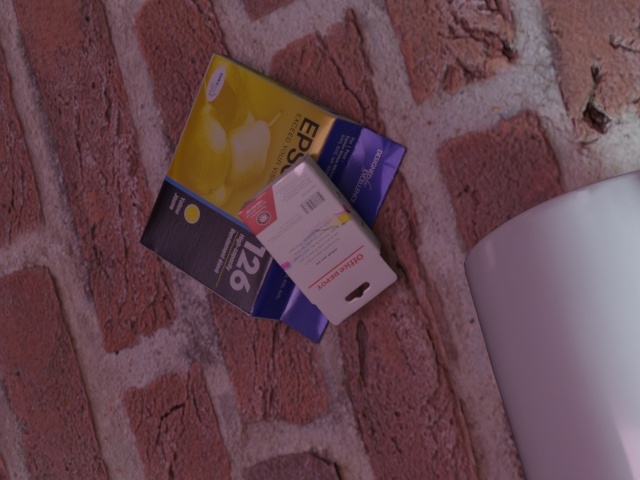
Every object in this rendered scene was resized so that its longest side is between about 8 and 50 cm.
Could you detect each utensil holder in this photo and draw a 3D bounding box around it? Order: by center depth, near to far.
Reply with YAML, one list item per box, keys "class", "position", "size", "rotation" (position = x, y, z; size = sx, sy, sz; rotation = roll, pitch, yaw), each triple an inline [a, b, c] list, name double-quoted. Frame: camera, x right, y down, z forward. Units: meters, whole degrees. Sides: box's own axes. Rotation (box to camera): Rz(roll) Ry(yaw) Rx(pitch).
- class: "utensil holder"
  position: [0.347, 0.157, 1.303]
  size: [0.328, 0.328, 0.385]
  rotation: [-27, 68, 27]

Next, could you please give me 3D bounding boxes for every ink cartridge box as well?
- class: "ink cartridge box"
  position: [0.000, 0.000, 1.629]
  size: [0.115, 0.067, 0.198]
  rotation: [-37, 98, 11]
- class: "ink cartridge box"
  position: [-0.077, -0.059, 1.712]
  size: [0.307, 0.072, 0.303]
  rotation: [30, 104, 29]
